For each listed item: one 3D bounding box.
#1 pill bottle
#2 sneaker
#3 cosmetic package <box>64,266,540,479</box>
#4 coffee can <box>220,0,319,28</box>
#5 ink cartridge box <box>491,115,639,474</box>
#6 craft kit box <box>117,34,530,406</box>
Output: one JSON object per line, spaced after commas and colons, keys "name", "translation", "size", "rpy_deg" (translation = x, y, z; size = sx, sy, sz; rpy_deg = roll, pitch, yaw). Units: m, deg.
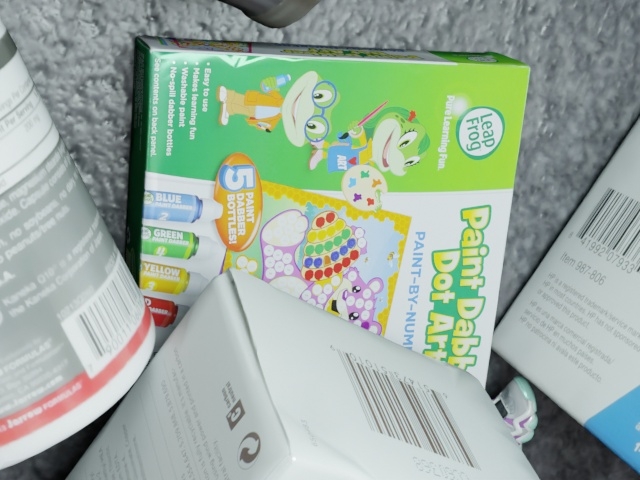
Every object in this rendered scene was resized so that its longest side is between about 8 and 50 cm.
{"name": "pill bottle", "translation": [-0.215, -0.031, 0.620], "size": [0.161, 0.161, 0.283], "rpy_deg": [-27, 113, -9]}
{"name": "sneaker", "translation": [0.112, 0.139, 0.839], "size": [0.069, 0.038, 0.098], "rpy_deg": [-4, 128, -20]}
{"name": "cosmetic package", "translation": [-0.065, 0.232, 0.699], "size": [0.217, 0.156, 0.385], "rpy_deg": [27, 113, -34]}
{"name": "coffee can", "translation": [-0.106, -0.247, 0.563], "size": [0.275, 0.201, 0.201], "rpy_deg": [20, 100, -23]}
{"name": "ink cartridge box", "translation": [0.328, -0.012, 0.740], "size": [0.166, 0.285, 0.394], "rpy_deg": [30, 96, -26]}
{"name": "craft kit box", "translation": [0.000, 0.000, 0.763], "size": [0.247, 0.061, 0.249], "rpy_deg": [-2, 108, -21]}
